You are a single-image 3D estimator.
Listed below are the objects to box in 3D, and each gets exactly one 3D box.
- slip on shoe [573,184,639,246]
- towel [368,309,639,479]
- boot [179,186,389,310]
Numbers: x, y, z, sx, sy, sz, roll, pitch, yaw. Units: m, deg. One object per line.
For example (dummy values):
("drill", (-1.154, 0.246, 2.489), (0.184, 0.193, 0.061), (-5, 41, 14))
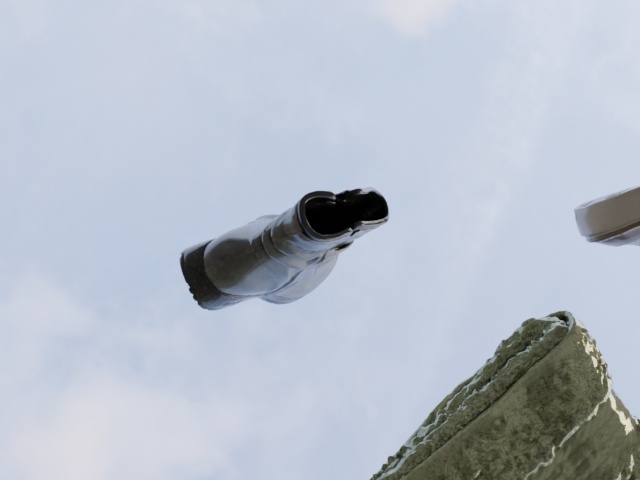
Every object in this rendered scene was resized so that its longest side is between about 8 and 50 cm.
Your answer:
("slip on shoe", (0.151, -0.006, 0.386), (0.135, 0.051, 0.041), (-7, -97, -34))
("towel", (0.069, 0.109, 0.400), (0.148, 0.027, 0.110), (-41, -74, -16))
("boot", (0.000, 0.000, 0.974), (0.161, 0.246, 0.083), (-24, -94, 28))
